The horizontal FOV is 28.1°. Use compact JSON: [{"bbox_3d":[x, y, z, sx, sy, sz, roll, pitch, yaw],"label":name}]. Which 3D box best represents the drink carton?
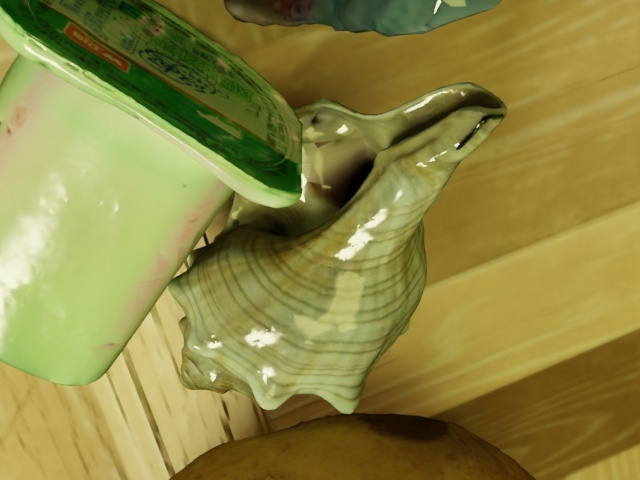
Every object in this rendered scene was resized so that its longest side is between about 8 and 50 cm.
[{"bbox_3d":[-0.104,-0.026,0.569,0.146,0.144,0.142,31,111,-13],"label":"drink carton"}]

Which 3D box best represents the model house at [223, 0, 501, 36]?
[{"bbox_3d":[0.068,-0.287,0.374,0.360,0.297,0.339,-31,113,-7],"label":"model house"}]

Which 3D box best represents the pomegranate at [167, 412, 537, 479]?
[{"bbox_3d":[0.022,0.221,0.646,0.281,0.281,0.281,-7,114,-17],"label":"pomegranate"}]

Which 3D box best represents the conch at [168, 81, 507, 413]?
[{"bbox_3d":[0.001,0.002,0.635,0.114,0.137,0.234,16,116,-52],"label":"conch"}]
